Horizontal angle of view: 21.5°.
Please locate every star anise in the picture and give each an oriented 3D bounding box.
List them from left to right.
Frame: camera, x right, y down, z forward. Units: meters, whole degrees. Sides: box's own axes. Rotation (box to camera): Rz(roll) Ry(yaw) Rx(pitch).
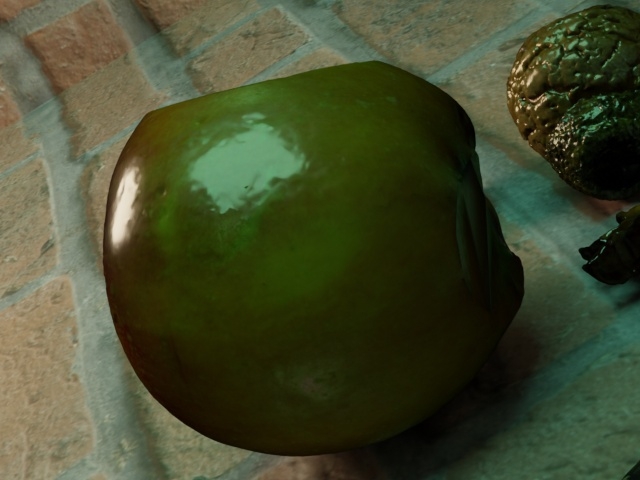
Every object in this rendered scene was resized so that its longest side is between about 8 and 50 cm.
[{"bbox_3d":[0.320,-0.013,1.454,0.177,0.073,0.234,-29,3,-18],"label":"star anise"}]

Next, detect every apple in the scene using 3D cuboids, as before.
[{"bbox_3d":[0.000,0.000,1.491,0.374,0.374,0.384,-20,30,27],"label":"apple"}]

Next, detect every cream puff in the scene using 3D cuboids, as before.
[{"bbox_3d":[0.289,-0.119,1.665,0.183,0.183,0.169,-27,43,12],"label":"cream puff"}]

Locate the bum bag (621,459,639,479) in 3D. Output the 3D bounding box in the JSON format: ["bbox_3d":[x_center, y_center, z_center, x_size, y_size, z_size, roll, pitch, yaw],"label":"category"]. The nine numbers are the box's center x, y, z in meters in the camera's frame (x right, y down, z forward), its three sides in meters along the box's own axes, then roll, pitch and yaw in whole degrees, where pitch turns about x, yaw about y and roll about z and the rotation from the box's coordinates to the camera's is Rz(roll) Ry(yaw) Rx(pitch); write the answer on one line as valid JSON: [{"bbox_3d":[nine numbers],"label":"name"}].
[{"bbox_3d":[0.188,0.223,1.128,0.248,0.069,0.102,-34,57,-11],"label":"bum bag"}]
